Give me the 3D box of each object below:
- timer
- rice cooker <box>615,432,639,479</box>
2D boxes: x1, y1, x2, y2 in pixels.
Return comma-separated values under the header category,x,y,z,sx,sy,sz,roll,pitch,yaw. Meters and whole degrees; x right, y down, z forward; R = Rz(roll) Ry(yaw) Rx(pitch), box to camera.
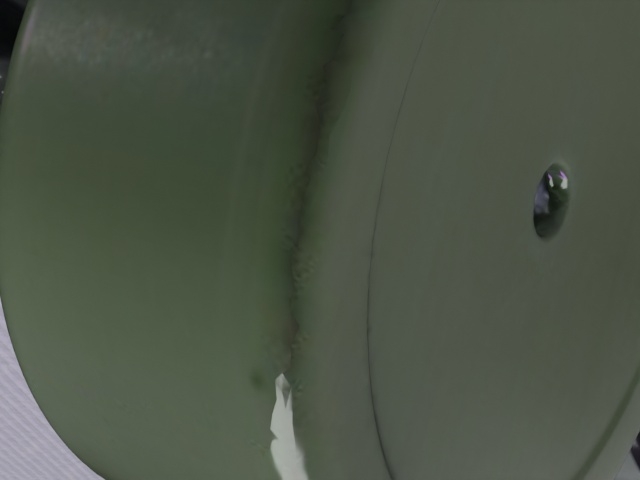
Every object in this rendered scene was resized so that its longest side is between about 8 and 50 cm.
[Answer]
category,x,y,z,sx,sy,sz,roll,pitch,yaw
timer,-0.054,-0.044,0.635,0.315,0.290,0.291,14,172,30
rice cooker,0.214,0.017,0.796,0.244,0.226,0.226,4,166,28
